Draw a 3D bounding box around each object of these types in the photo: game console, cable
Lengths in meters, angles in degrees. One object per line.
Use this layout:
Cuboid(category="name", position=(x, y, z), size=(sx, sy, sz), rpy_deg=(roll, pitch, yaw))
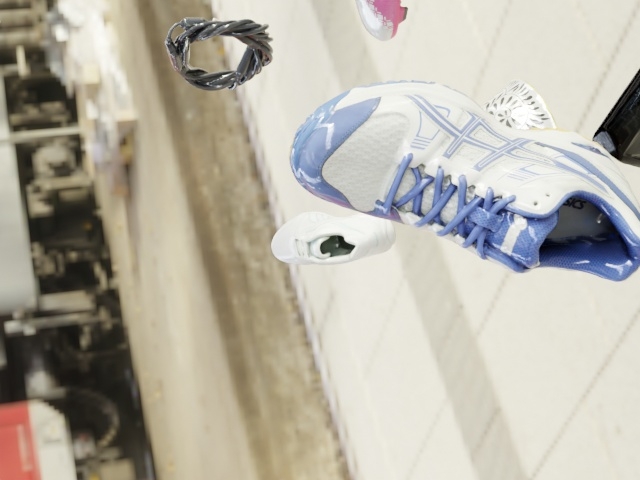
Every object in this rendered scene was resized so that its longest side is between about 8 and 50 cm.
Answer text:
Cuboid(category="game console", position=(0.510, -0.176, 1.864), size=(0.044, 0.361, 0.213), rpy_deg=(48, 114, 36))
Cuboid(category="cable", position=(-0.139, -0.267, 2.015), size=(0.184, 0.150, 0.047), rpy_deg=(78, 180, -68))

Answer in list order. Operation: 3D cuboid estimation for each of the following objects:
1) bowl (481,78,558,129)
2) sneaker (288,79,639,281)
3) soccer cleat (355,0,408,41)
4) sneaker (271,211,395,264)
Cuboid(category="bowl", position=(0.204, -0.089, 1.588), size=(0.170, 0.080, 0.170), rpy_deg=(164, 90, -77))
Cuboid(category="sneaker", position=(0.125, -0.040, 1.105), size=(0.131, 0.296, 0.112), rpy_deg=(-110, 33, -54))
Cuboid(category="soccer cleat", position=(0.037, -0.430, 1.949), size=(0.116, 0.143, 0.331), rpy_deg=(-122, 24, -63))
Cuboid(category="sneaker", position=(0.000, 0.000, 1.433), size=(0.152, 0.061, 0.053), rpy_deg=(-8, 102, 43))
